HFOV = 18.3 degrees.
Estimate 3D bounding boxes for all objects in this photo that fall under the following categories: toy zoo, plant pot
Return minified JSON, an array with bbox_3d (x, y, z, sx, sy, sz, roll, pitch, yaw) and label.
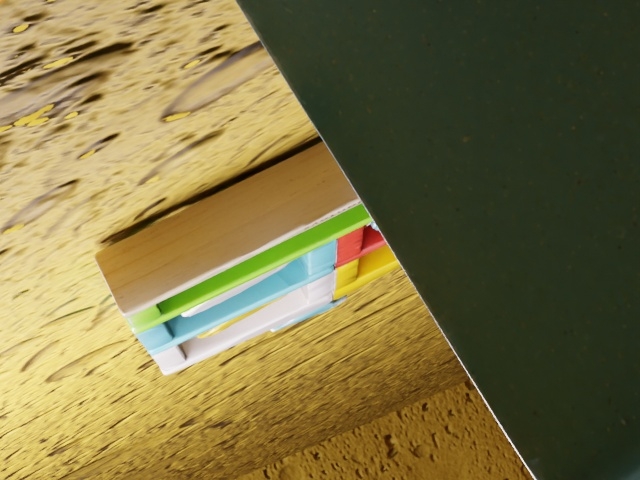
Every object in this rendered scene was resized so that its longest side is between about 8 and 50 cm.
[{"bbox_3d":[0.000,0.000,0.931,0.192,0.030,0.293,-26,172,-4],"label":"toy zoo"},{"bbox_3d":[0.124,-0.086,0.389,0.234,0.165,0.166,-37,168,26],"label":"plant pot"}]

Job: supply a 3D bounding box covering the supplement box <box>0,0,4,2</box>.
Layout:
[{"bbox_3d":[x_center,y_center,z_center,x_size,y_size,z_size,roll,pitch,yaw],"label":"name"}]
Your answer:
[{"bbox_3d":[-0.050,-0.075,0.323,0.062,0.036,0.098,-28,171,4],"label":"supplement box"}]
